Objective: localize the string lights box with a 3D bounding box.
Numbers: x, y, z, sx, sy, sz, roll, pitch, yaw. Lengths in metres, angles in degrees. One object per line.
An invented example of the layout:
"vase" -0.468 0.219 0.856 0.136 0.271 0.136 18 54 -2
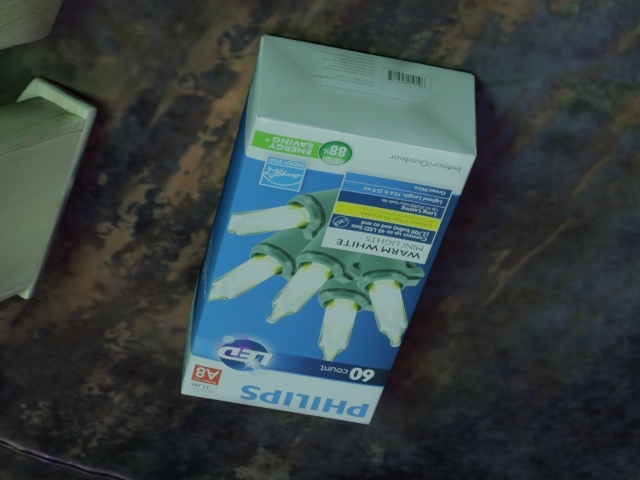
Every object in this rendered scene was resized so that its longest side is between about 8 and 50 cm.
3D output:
"string lights box" 0.000 0.000 1.219 0.133 0.077 0.260 10 136 -8

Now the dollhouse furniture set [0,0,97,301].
"dollhouse furniture set" -0.309 -0.111 1.137 0.303 0.198 0.286 29 114 17
